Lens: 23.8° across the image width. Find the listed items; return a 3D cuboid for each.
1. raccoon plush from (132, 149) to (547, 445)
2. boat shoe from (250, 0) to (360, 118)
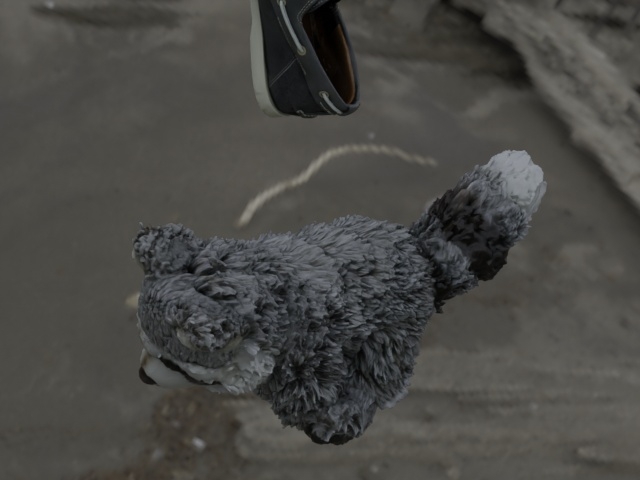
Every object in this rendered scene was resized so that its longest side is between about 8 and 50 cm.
[{"bbox_3d":[0.000,0.000,1.550,0.216,0.446,0.299,32,-10,36],"label":"raccoon plush"},{"bbox_3d":[-0.014,-0.206,1.166,0.079,0.233,0.084,8,27,34],"label":"boat shoe"}]
